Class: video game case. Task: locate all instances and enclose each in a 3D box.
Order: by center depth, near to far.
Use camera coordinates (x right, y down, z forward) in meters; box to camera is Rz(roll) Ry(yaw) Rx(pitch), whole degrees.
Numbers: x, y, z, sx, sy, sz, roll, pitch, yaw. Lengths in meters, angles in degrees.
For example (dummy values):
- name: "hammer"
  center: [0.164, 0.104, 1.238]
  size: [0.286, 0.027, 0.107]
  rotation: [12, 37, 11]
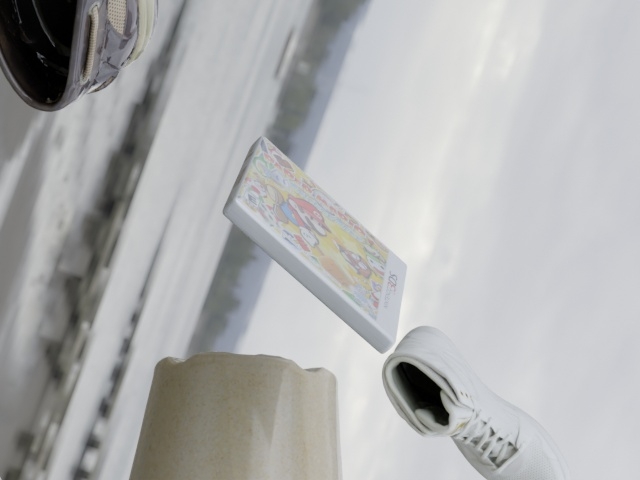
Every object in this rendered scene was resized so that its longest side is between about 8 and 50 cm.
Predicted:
- name: "video game case"
  center: [0.000, 0.000, 1.813]
  size: [0.026, 0.227, 0.206]
  rotation: [-45, -169, 20]

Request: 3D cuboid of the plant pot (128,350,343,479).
- name: "plant pot"
  center: [-0.101, 0.299, 1.990]
  size: [0.334, 0.334, 0.305]
  rotation: [120, -25, -73]

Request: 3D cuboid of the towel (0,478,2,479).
- name: "towel"
  center: [-0.444, 0.380, 1.827]
  size: [0.235, 0.283, 0.121]
  rotation: [45, -19, 59]

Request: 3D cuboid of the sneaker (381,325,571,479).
- name: "sneaker"
  center: [0.190, 0.244, 2.151]
  size: [0.108, 0.292, 0.169]
  rotation: [-48, 174, 18]

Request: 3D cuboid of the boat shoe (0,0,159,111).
- name: "boat shoe"
  center: [-0.197, -0.241, 1.171]
  size: [0.130, 0.132, 0.355]
  rotation: [-68, 153, -45]
